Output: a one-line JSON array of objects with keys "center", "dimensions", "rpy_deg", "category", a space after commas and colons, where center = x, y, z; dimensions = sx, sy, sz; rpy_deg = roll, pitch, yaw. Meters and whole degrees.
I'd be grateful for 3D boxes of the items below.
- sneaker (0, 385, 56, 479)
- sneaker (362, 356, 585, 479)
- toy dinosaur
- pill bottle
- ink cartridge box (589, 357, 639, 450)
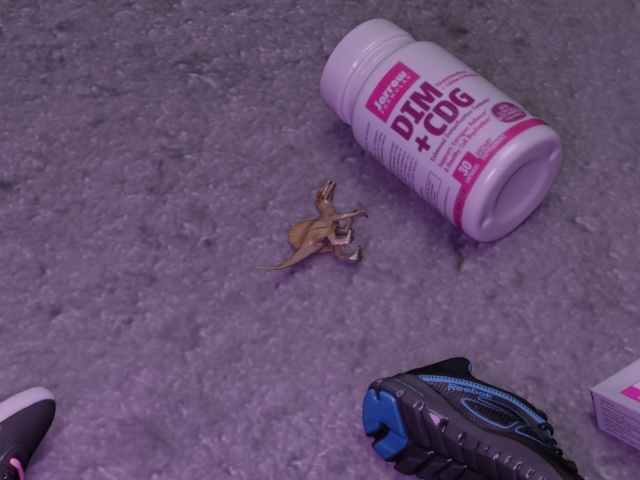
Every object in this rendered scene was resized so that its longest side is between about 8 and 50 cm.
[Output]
[{"center": [-0.317, 0.279, 1.280], "dimensions": [0.146, 0.105, 0.296], "rpy_deg": [29, 59, 18], "category": "sneaker"}, {"center": [0.198, 0.217, 1.327], "dimensions": [0.139, 0.125, 0.341], "rpy_deg": [-21, 43, -36], "category": "sneaker"}, {"center": [0.000, 0.000, 1.585], "dimensions": [0.092, 0.053, 0.183], "rpy_deg": [7, 39, 23], "category": "toy dinosaur"}, {"center": [0.140, -0.140, 1.632], "dimensions": [0.160, 0.160, 0.283], "rpy_deg": [-32, 57, -28], "category": "pill bottle"}, {"center": [0.458, 0.167, 1.376], "dimensions": [0.239, 0.060, 0.275], "rpy_deg": [-28, 29, -24], "category": "ink cartridge box"}]
